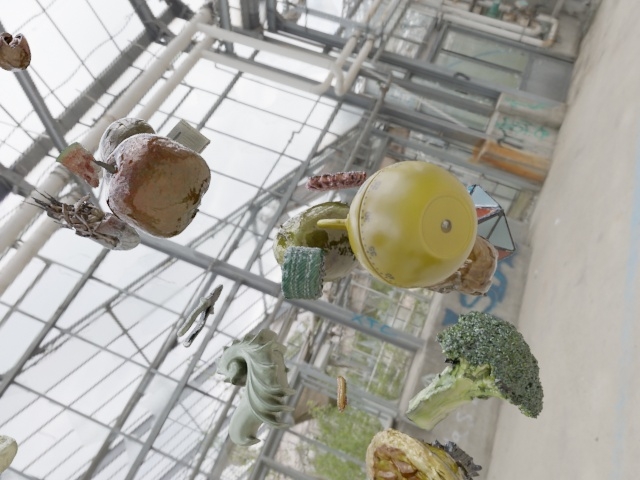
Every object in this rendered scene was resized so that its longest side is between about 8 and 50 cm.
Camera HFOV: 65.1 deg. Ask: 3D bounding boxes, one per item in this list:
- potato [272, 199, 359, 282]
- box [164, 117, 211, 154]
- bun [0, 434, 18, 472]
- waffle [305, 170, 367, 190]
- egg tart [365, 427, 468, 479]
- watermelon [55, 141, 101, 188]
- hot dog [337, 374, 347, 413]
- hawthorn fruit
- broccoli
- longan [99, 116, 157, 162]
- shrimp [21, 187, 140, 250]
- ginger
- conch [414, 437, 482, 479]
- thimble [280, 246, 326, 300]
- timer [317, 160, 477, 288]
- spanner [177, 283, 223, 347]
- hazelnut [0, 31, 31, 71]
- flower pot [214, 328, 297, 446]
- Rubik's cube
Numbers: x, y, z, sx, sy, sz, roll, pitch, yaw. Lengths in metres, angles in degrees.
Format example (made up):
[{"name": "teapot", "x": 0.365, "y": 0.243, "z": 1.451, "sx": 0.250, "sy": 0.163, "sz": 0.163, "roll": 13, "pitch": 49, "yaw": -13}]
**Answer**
[{"name": "potato", "x": -0.004, "y": 0.019, "z": 1.606, "sx": 0.359, "sy": 0.219, "sz": 0.269, "roll": -21, "pitch": -63, "yaw": -48}, {"name": "box", "x": -0.505, "y": -0.292, "z": 1.725, "sx": 0.247, "sy": 0.129, "sz": 0.033, "roll": -52, "pitch": 4, "yaw": -15}, {"name": "bun", "x": -0.965, "y": 0.639, "z": 1.434, "sx": 0.183, "sy": 0.183, "sz": 0.102, "roll": -40, "pitch": -53, "yaw": -71}, {"name": "waffle", "x": 0.057, "y": -0.206, "z": 1.771, "sx": 0.234, "sy": 0.221, "sz": 0.055, "roll": 28, "pitch": -126, "yaw": -86}, {"name": "egg tart", "x": 0.186, "y": 0.442, "z": 0.903, "sx": 0.106, "sy": 0.241, "sz": 0.241, "roll": -20, "pitch": -42, "yaw": -36}, {"name": "watermelon", "x": -0.802, "y": -0.261, "z": 1.677, "sx": 0.098, "sy": 0.158, "sz": 0.121, "roll": -43, "pitch": -21, "yaw": 8}, {"name": "hot dog", "x": 0.044, "y": 0.307, "z": 1.007, "sx": 0.083, "sy": 0.021, "sz": 0.037, "roll": -87, "pitch": -8, "yaw": -51}, {"name": "hawthorn fruit", "x": -0.459, "y": -0.160, "z": 1.353, "sx": 0.268, "sy": 0.301, "sz": 0.267, "roll": -40, "pitch": 34, "yaw": 35}, {"name": "broccoli", "x": 0.350, "y": 0.339, "z": 1.164, "sx": 0.221, "sy": 0.252, "sz": 0.361, "roll": -92, "pitch": 10, "yaw": -46}, {"name": "longan", "x": -0.713, "y": -0.325, "z": 1.942, "sx": 0.243, "sy": 0.300, "sz": 0.300, "roll": -55, "pitch": -17, "yaw": -48}, {"name": "shrimp", "x": -0.709, "y": -0.066, "z": 1.511, "sx": 0.145, "sy": 0.343, "sz": 0.116, "roll": -27, "pitch": 39, "yaw": 60}, {"name": "ginger", "x": 0.468, "y": 0.075, "z": 1.726, "sx": 0.200, "sy": 0.269, "sz": 0.222, "roll": 17, "pitch": -99, "yaw": -49}, {"name": "conch", "x": 0.345, "y": 0.720, "z": 1.570, "sx": 0.241, "sy": 0.313, "sz": 0.186, "roll": 43, "pitch": -130, "yaw": -56}, {"name": "thimble", "x": -0.036, "y": 0.076, "z": 1.135, "sx": 0.135, "sy": 0.090, "sz": 0.118, "roll": 85, "pitch": -168, "yaw": -57}, {"name": "timer", "x": 0.218, "y": -0.045, "z": 1.367, "sx": 0.387, "sy": 0.376, "sz": 0.376, "roll": 0, "pitch": 66, "yaw": 63}, {"name": "spanner", "x": -0.475, "y": 0.291, "z": 2.034, "sx": 0.324, "sy": 0.040, "sz": 0.095, "roll": -62, "pitch": -34, "yaw": -47}, {"name": "hazelnut", "x": -0.664, "y": -0.407, "z": 1.078, "sx": 0.086, "sy": 0.086, "sz": 0.086, "roll": 20, "pitch": -90, "yaw": -81}, {"name": "flower pot", "x": -0.223, "y": 0.517, "z": 1.789, "sx": 0.164, "sy": 0.254, "sz": 0.367, "roll": 42, "pitch": -155, "yaw": -59}, {"name": "Rubik's cube", "x": 0.612, "y": -0.043, "z": 2.049, "sx": 0.246, "sy": 0.250, "sz": 0.248, "roll": -109, "pitch": -8, "yaw": -57}]
